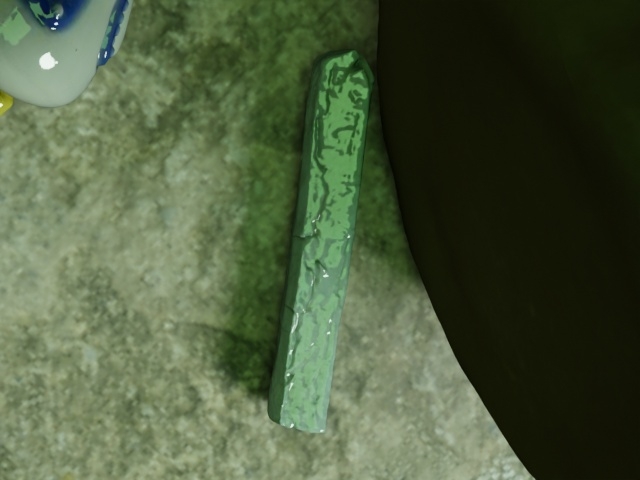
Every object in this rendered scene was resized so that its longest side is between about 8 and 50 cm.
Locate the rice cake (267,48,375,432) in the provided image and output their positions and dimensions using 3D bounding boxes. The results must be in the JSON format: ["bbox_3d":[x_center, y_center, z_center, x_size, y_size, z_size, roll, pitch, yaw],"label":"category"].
[{"bbox_3d":[0.000,0.000,0.958,0.042,0.045,0.245,5,99,-12],"label":"rice cake"}]

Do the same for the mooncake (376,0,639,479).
[{"bbox_3d":[0.190,-0.025,0.840,0.200,0.378,0.378,-21,104,-14],"label":"mooncake"}]

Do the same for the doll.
[{"bbox_3d":[-0.123,-0.174,0.863,0.293,0.119,0.138,-50,150,-1],"label":"doll"}]
